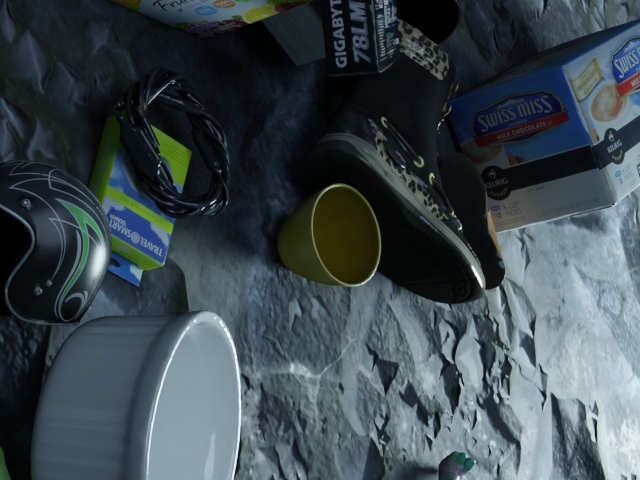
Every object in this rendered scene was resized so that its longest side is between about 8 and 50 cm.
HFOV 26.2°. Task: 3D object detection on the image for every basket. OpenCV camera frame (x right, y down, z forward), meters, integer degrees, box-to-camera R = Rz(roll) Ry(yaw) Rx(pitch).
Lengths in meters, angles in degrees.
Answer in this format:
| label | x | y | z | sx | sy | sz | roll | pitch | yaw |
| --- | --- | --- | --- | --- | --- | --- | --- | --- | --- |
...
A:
| label | x | y | z | sx | sy | sz | roll | pitch | yaw |
| --- | --- | --- | --- | --- | --- | --- | --- | --- | --- |
| basket | 0.116 | -0.416 | 1.985 | 0.204 | 0.154 | 0.227 | 84 | 3 | -69 |

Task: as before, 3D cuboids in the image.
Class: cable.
| label | x | y | z | sx | sy | sz | roll | pitch | yaw |
| --- | --- | --- | --- | --- | --- | --- | --- | --- | --- |
| cable | -0.168 | -0.111 | 1.618 | 0.184 | 0.047 | 0.150 | 57 | 38 | -16 |

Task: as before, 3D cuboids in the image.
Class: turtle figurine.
| label | x | y | z | sx | sy | sz | roll | pitch | yaw |
| --- | --- | --- | --- | --- | --- | --- | --- | --- | --- |
| turtle figurine | 0.185 | 0.411 | 1.881 | 0.234 | 0.118 | 0.175 | -68 | 145 | -52 |

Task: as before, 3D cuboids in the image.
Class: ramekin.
| label | x | y | z | sx | sy | sz | roll | pitch | yaw |
| --- | --- | --- | --- | --- | --- | --- | --- | --- | --- |
| ramekin | -0.189 | 0.207 | 1.430 | 0.277 | 0.135 | 0.277 | 3 | 90 | -75 |

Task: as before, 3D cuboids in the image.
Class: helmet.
| label | x | y | z | sx | sy | sz | roll | pitch | yaw |
| --- | --- | --- | --- | --- | --- | --- | --- | --- | --- |
| helmet | -0.298 | 0.000 | 1.413 | 0.169 | 0.169 | 0.161 | 11 | 88 | -46 |

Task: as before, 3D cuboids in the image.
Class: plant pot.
| label | x | y | z | sx | sy | sz | roll | pitch | yaw |
| --- | --- | --- | --- | --- | --- | --- | --- | --- | --- |
| plant pot | 0.000 | 0.000 | 1.792 | 0.134 | 0.095 | 0.134 | 14 | 71 | -45 |

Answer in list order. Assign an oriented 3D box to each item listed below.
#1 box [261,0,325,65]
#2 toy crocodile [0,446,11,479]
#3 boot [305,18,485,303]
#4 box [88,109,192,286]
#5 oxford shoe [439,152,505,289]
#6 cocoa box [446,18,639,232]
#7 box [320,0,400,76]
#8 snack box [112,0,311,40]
| label | x | y | z | sx | sy | sz | roll | pitch | yaw |
| --- | --- | --- | --- | --- | --- | --- | --- | --- | --- |
| box | -0.011 | -0.312 | 1.865 | 0.101 | 0.087 | 0.102 | 50 | 48 | -28 |
| toy crocodile | -0.310 | 0.372 | 1.346 | 0.115 | 0.105 | 0.340 | -3 | 82 | -49 |
| boot | 0.137 | -0.110 | 1.947 | 0.377 | 0.138 | 0.284 | 43 | 48 | -35 |
| box | -0.219 | -0.049 | 1.603 | 0.109 | 0.042 | 0.178 | 33 | 57 | -38 |
| oxford shoe | 0.228 | -0.029 | 2.091 | 0.076 | 0.076 | 0.212 | -12 | 86 | -79 |
| cocoa box | 0.404 | -0.190 | 2.186 | 0.347 | 0.231 | 0.228 | -31 | 103 | -48 |
| box | 0.045 | -0.358 | 1.689 | 0.295 | 0.073 | 0.293 | -54 | 139 | -76 |
| snack box | -0.131 | -0.319 | 1.643 | 0.174 | 0.207 | 0.070 | 18 | 67 | -46 |
